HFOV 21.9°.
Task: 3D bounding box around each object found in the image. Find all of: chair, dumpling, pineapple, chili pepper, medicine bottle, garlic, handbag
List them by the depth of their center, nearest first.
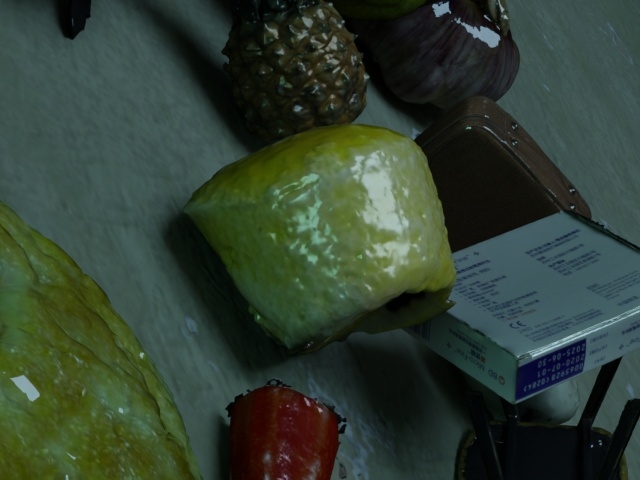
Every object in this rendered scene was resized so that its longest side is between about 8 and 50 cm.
[{"bbox_3d":[-0.025,0.182,1.115,0.088,0.065,0.169,26,38,-19],"label":"chili pepper"},{"bbox_3d":[0.180,0.046,1.362,0.201,0.052,0.171,-20,34,-31],"label":"medicine bottle"},{"bbox_3d":[0.203,0.192,1.403,0.159,0.172,0.247,-74,167,-61],"label":"chair"},{"bbox_3d":[-0.041,-0.213,1.451,0.128,0.128,0.248,-65,140,-63],"label":"pineapple"},{"bbox_3d":[0.184,0.113,1.540,0.176,0.092,0.150,51,21,4],"label":"dumpling"},{"bbox_3d":[0.164,-0.035,1.636,0.193,0.151,0.072,46,28,-21],"label":"handbag"},{"bbox_3d":[0.131,-0.256,1.863,0.245,0.160,0.245,31,33,-23],"label":"garlic"}]

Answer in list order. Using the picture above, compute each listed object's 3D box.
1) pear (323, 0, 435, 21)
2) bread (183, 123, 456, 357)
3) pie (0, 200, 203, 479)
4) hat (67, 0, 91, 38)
[{"bbox_3d":[0.020,-0.409,1.660,0.352,0.352,0.413,9,42,-58],"label":"pear"},{"bbox_3d":[0.003,-0.003,1.280,0.197,0.197,0.170,-3,71,-62],"label":"bread"},{"bbox_3d":[-0.190,0.118,0.688,0.418,0.180,0.395,30,27,-19],"label":"pie"},{"bbox_3d":[-0.239,-0.322,1.327,0.336,0.209,0.238,47,-4,33],"label":"hat"}]
